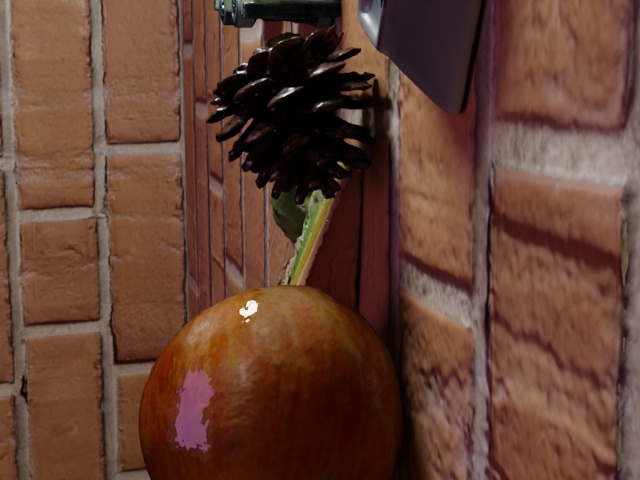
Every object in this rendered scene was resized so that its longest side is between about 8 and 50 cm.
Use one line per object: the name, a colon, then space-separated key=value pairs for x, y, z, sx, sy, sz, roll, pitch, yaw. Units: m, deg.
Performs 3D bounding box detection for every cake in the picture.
cake: x=0.020 y=0.006 z=1.406 sx=0.109 sy=0.090 sz=0.225 roll=-125 pitch=54 yaw=-71

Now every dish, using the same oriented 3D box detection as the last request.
dish: x=0.083 y=-0.255 z=0.987 sx=0.182 sy=0.080 sz=0.243 roll=-109 pitch=22 yaw=-53

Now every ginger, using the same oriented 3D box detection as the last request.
ginger: x=-0.031 y=-0.142 z=1.509 sx=0.137 sy=0.089 sz=0.289 roll=-14 pitch=83 yaw=59

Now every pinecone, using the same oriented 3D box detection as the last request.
pinecone: x=-0.022 y=-0.139 z=1.264 sx=0.208 sy=0.208 sz=0.207 roll=178 pitch=90 yaw=-77

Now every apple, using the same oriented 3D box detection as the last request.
apple: x=-0.045 y=0.206 z=1.198 sx=0.301 sy=0.302 sz=0.301 roll=178 pitch=90 yaw=-77

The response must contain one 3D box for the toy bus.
toy bus: x=-0.066 y=-0.372 z=1.504 sx=0.276 sy=0.134 sz=0.164 roll=-136 pitch=44 yaw=-70
